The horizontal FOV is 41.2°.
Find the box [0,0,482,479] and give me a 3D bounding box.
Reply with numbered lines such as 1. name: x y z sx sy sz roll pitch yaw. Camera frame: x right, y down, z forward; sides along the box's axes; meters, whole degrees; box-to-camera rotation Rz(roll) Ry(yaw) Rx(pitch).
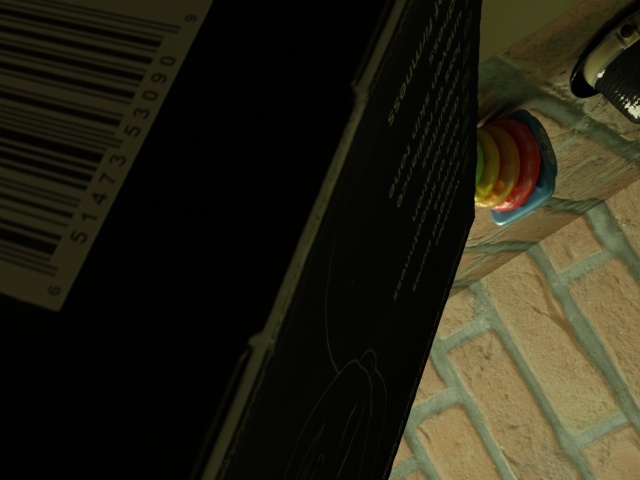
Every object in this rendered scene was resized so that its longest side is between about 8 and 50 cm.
1. box: -0.091 0.049 0.582 0.472 0.297 0.480 68 41 -63

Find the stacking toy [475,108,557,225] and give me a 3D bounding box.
1. stacking toy: 0.231 -0.128 1.422 0.302 0.175 0.166 0 156 -32

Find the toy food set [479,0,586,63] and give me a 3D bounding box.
1. toy food set: 0.136 -0.261 0.863 0.220 0.092 0.306 -28 164 24

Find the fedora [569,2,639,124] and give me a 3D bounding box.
1. fedora: 0.590 -0.303 1.414 0.334 0.152 0.334 -26 164 -8
